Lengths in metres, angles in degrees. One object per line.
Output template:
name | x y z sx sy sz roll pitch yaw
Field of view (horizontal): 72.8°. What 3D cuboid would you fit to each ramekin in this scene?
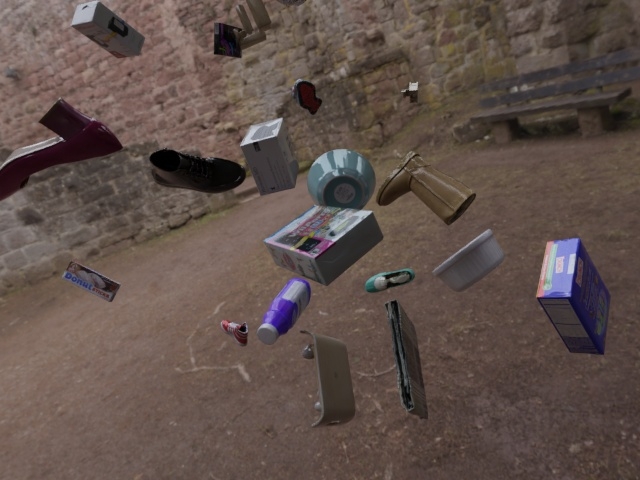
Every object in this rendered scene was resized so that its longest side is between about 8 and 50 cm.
ramekin | 0.578 0.087 1.669 0.273 0.127 0.273 -36 -12 -9

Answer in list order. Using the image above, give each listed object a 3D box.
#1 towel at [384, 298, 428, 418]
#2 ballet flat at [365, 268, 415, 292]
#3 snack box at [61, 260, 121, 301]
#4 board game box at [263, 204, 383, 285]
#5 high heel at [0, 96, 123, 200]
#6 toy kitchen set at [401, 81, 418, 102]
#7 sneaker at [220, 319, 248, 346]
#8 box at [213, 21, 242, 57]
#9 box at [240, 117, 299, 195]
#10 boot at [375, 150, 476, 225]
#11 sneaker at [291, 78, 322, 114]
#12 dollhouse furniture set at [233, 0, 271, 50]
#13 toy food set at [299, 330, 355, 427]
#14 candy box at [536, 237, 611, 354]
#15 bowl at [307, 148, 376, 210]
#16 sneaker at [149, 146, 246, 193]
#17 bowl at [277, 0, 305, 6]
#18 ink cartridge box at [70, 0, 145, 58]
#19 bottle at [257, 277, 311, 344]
towel | 0.254 0.358 1.285 0.056 0.324 0.312 -12 61 16
ballet flat | 0.327 0.187 2.049 0.247 0.083 0.087 -17 -3 4
snack box | -0.732 0.130 1.388 0.178 0.064 0.022 25 -7 5
board game box | 0.000 0.000 1.271 0.224 0.098 0.303 -37 24 -23
high heel | -0.705 -0.186 1.140 0.377 0.181 0.127 -36 37 20
toy kitchen set | 0.362 -0.591 1.772 0.068 0.083 0.075 1 45 13
sneaker | -0.266 0.270 1.354 0.118 0.067 0.042 34 38 28
box | -0.367 -0.796 1.733 0.029 0.116 0.162 13 22 19
box | -0.156 -0.269 1.388 0.119 0.181 0.182 -13 32 11
boot | 0.341 -0.144 1.463 0.089 0.269 0.236 3 -53 -53
sneaker | -0.086 -0.635 1.903 0.104 0.125 0.262 -57 -13 2
dollhouse furniture set | -0.280 -0.856 1.702 0.144 0.123 0.151 -24 6 -2
toy food set | 0.015 0.466 1.472 0.092 0.306 0.219 -20 -28 25
candy box | 0.892 0.196 1.520 0.122 0.317 0.268 -11 36 47
bowl | 0.094 -0.225 1.889 0.311 0.312 0.163 -17 25 9
sneaker | -0.281 -0.161 1.011 0.222 0.083 0.118 -3 -6 -16
bowl | -0.080 -0.836 1.440 0.170 0.080 0.170 -24 46 27
ink cartridge box | -0.688 -0.678 1.409 0.127 0.072 0.175 10 -9 32
bottle | -0.118 0.236 1.449 0.092 0.118 0.283 12 28 16
